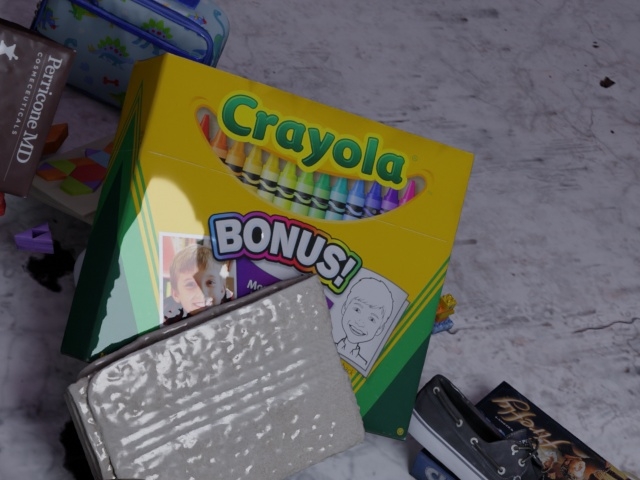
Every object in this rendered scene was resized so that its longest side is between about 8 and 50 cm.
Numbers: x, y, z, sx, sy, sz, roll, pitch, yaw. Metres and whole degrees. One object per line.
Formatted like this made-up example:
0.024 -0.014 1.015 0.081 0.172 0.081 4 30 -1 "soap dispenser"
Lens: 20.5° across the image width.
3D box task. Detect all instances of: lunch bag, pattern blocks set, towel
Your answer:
-0.227 -0.243 2.091 0.219 0.176 0.090 28 40 -2 "lunch bag"
-0.231 -0.075 1.936 0.285 0.026 0.325 17 36 30 "pattern blocks set"
-0.099 0.165 1.722 0.282 0.049 0.187 -22 103 -22 "towel"

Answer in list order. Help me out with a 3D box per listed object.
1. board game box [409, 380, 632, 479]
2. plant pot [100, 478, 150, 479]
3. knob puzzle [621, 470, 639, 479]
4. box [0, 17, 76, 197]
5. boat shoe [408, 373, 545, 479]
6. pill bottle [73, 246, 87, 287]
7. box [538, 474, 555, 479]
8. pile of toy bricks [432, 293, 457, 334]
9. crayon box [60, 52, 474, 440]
0.240 0.273 1.900 0.243 0.042 0.165 38 45 20 "board game box"
-0.173 0.314 1.515 0.284 0.191 0.284 22 35 -17 "plant pot"
0.357 0.329 1.949 0.213 0.030 0.213 16 42 -15 "knob puzzle"
-0.394 -0.162 1.825 0.203 0.168 0.167 16 6 -34 "box"
0.187 0.222 1.833 0.228 0.076 0.080 40 19 27 "boat shoe"
-0.176 0.011 1.915 0.103 0.103 0.184 37 41 9 "pill bottle"
0.198 0.386 1.683 0.103 0.184 0.261 26 41 -7 "box"
0.089 0.063 2.011 0.212 0.105 0.118 -14 57 -39 "pile of toy bricks"
-0.049 0.011 1.822 0.363 0.106 0.313 16 85 -24 "crayon box"
